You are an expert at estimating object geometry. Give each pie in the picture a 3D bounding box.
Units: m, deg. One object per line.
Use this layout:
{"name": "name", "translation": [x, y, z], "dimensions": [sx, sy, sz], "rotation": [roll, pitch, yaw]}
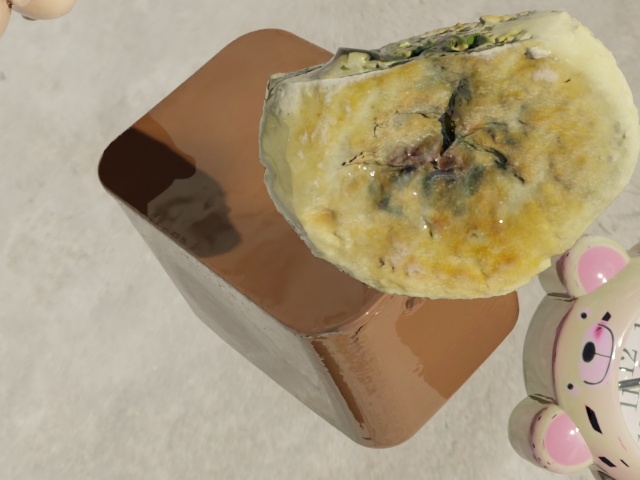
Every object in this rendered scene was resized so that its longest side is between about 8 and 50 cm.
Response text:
{"name": "pie", "translation": [0.077, -0.042, 0.643], "dimensions": [0.218, 0.052, 0.185], "rotation": [-14, 126, 9]}

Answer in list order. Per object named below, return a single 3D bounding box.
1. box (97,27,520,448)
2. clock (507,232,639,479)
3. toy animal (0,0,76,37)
{"name": "box", "translation": [0.000, 0.000, 1.025], "dimensions": [0.239, 0.339, 0.229], "rotation": [-43, 141, -18]}
{"name": "clock", "translation": [0.351, 0.130, 1.084], "dimensions": [0.309, 0.114, 0.284], "rotation": [12, 88, -15]}
{"name": "toy animal", "translation": [-0.324, -0.241, 0.984], "dimensions": [0.197, 0.171, 0.171], "rotation": [-34, 104, -31]}
